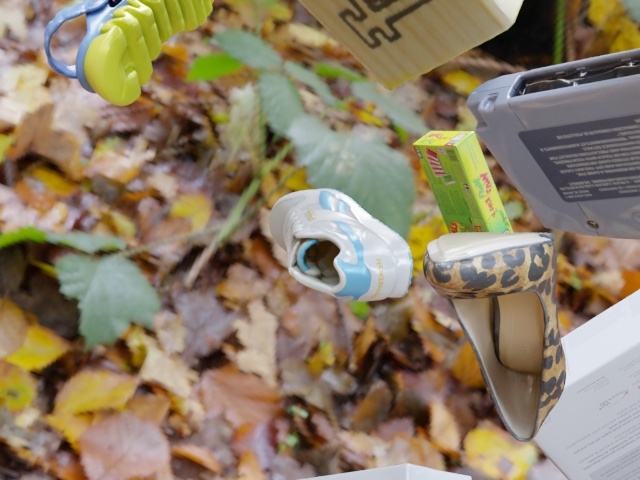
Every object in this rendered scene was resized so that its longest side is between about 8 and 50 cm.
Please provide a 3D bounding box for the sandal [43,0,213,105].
[{"bbox_3d":[-0.243,-0.295,1.587,0.138,0.126,0.317,9,41,25],"label":"sandal"}]

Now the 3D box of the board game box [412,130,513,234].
[{"bbox_3d":[0.209,-0.070,1.809,0.043,0.181,0.092,-37,25,-28],"label":"board game box"}]

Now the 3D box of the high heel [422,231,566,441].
[{"bbox_3d":[0.146,0.086,1.016,0.093,0.186,0.261,2,1,27],"label":"high heel"}]

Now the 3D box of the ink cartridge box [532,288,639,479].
[{"bbox_3d":[0.463,0.223,1.704,0.272,0.309,0.130,48,21,-18],"label":"ink cartridge box"}]

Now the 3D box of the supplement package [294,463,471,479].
[{"bbox_3d":[0.049,0.350,1.323,0.149,0.203,0.194,23,58,-53],"label":"supplement package"}]

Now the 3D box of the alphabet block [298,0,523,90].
[{"bbox_3d":[0.096,-0.311,1.309,0.197,0.193,0.192,41,53,-22],"label":"alphabet block"}]

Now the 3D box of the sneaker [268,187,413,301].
[{"bbox_3d":[0.000,0.000,1.331,0.092,0.087,0.229,-5,18,-32],"label":"sneaker"}]

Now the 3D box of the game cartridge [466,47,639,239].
[{"bbox_3d":[0.297,-0.084,1.148,0.198,0.297,0.062,46,59,-30],"label":"game cartridge"}]
